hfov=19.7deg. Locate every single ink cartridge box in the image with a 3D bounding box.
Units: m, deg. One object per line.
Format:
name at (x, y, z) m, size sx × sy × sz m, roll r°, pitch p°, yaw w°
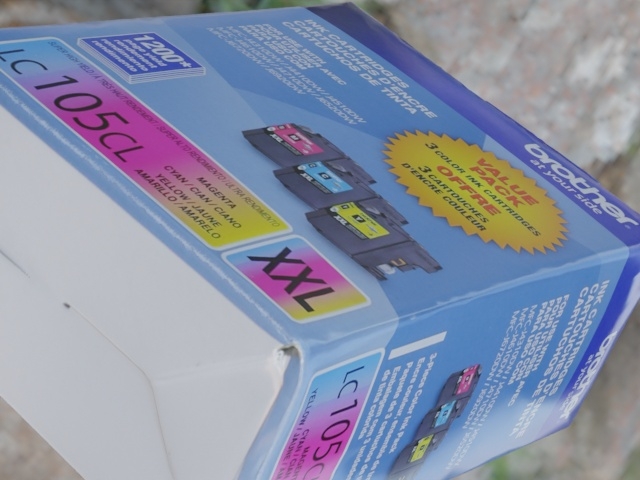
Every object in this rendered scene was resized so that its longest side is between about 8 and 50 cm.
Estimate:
ink cartridge box at (0.000, 0.000, 1.004) m, size 0.395 × 0.270 × 0.151 m, roll -12°, pitch 135°, yaw -52°
